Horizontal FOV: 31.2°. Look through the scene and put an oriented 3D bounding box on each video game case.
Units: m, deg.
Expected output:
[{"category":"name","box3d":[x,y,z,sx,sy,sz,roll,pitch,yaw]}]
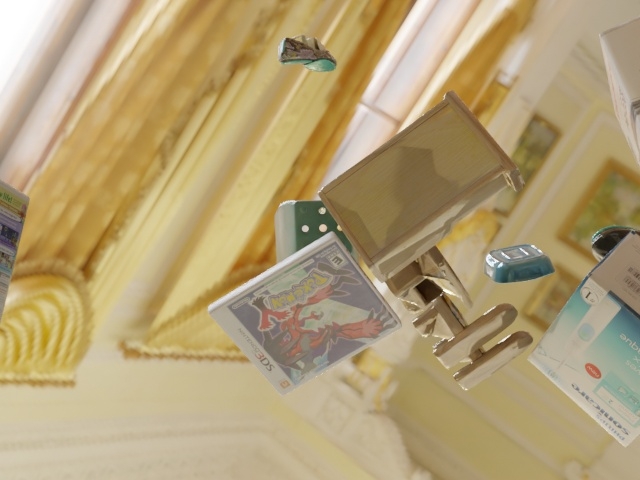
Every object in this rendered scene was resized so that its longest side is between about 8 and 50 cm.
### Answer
[{"category":"video game case","box3d":[-0.441,0.005,1.420,0.023,0.193,0.212,6,166,17]},{"category":"video game case","box3d":[-0.019,0.104,1.549,0.183,0.201,0.023,52,-168,-31]}]

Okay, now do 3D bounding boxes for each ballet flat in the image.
[{"category":"ballet flat","box3d":[0.575,0.049,2.012,0.280,0.095,0.096,19,-139,-46]},{"category":"ballet flat","box3d":[-0.014,-0.228,1.384,0.041,0.041,0.114,36,-161,23]}]

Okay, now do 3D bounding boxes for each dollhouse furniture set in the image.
[{"category":"dollhouse furniture set","box3d":[0.196,-0.019,1.827,0.362,0.256,0.394,56,-176,30]}]

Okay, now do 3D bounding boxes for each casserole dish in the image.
[{"category":"casserole dish","box3d":[0.354,0.039,2.067,0.114,0.037,0.188,-11,-172,-1]}]

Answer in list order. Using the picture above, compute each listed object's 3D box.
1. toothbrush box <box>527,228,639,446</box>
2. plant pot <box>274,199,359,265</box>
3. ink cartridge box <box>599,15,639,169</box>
[{"category":"toothbrush box","box3d":[0.477,0.158,1.775,0.216,0.126,0.295,43,153,15]},{"category":"plant pot","box3d":[0.000,0.000,2.205,0.165,0.166,0.234,-2,169,-4]},{"category":"ink cartridge box","box3d":[0.352,-0.094,1.099,0.158,0.092,0.218,52,-158,-59]}]
